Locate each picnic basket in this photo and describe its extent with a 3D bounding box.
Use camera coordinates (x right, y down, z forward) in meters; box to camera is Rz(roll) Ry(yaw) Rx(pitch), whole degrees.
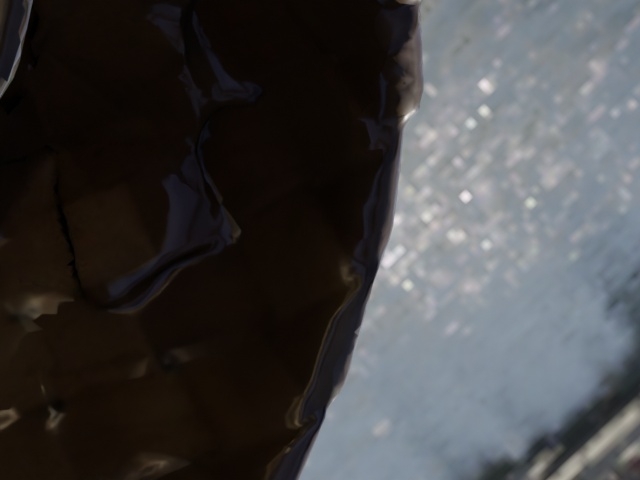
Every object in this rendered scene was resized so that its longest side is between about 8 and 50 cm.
[{"bbox_3d":[0.000,0.000,0.494,0.293,0.337,0.337,-63,180,-32],"label":"picnic basket"}]
